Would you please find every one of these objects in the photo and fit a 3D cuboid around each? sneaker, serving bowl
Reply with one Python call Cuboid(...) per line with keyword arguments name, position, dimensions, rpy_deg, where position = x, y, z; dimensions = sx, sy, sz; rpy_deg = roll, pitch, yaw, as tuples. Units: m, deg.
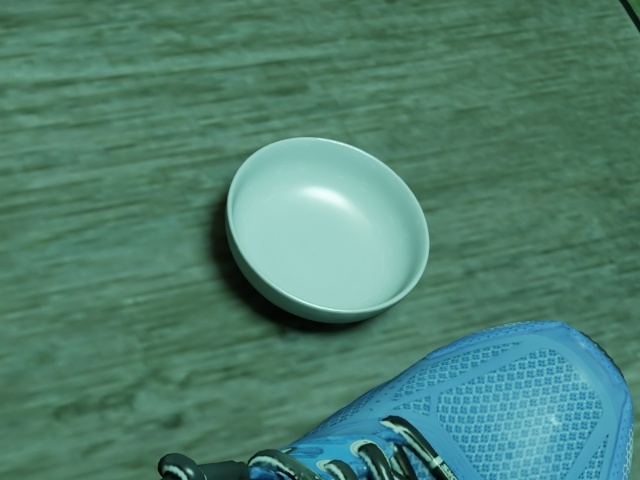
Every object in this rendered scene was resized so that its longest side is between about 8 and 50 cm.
Cuboid(name="sneaker", position=(0.002, 0.120, 0.491), dimensions=(0.130, 0.147, 0.330), rpy_deg=(43, 52, 12))
Cuboid(name="serving bowl", position=(0.000, 0.000, 0.652), dimensions=(0.083, 0.027, 0.083), rpy_deg=(10, 52, -14))
